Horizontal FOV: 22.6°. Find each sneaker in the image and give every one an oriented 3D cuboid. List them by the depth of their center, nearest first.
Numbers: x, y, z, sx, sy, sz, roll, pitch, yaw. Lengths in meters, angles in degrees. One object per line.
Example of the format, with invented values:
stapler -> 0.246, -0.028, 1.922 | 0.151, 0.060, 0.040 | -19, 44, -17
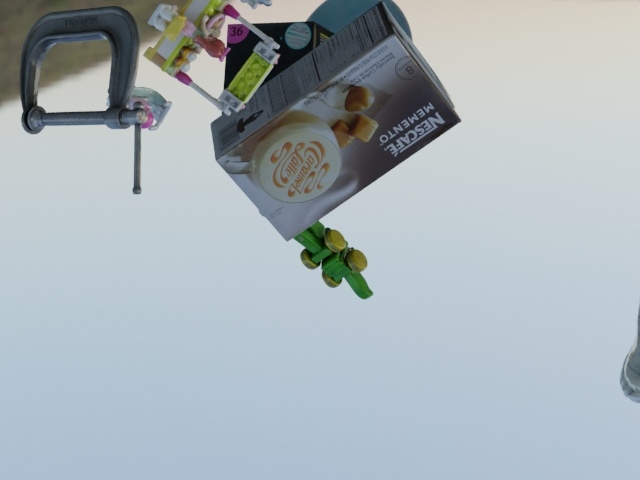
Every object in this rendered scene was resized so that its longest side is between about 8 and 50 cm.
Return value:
sneaker -> 0.430, 0.112, 1.990 | 0.110, 0.118, 0.292 | 2, -156, 13

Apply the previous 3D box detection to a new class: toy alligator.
toy alligator -> 0.000, 0.000, 1.984 | 0.056, 0.189, 0.051 | -35, -157, 33

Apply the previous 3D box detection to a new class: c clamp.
c clamp -> -0.184, -0.112, 1.219 | 0.160, 0.137, 0.022 | 10, -177, 43

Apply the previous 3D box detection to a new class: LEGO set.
LEGO set -> -0.088, -0.220, 1.531 | 0.107, 0.287, 0.132 | 39, -151, 12

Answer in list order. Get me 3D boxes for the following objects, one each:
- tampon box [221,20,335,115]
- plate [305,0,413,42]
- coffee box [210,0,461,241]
tampon box -> -0.047, -0.182, 1.979 | 0.120, 0.161, 0.101 | 0, 174, 22
plate -> 0.043, -0.227, 2.044 | 0.188, 0.188, 0.024 | 2, 174, 36
coffee box -> 0.015, -0.134, 1.816 | 0.246, 0.141, 0.098 | -34, -151, 12
